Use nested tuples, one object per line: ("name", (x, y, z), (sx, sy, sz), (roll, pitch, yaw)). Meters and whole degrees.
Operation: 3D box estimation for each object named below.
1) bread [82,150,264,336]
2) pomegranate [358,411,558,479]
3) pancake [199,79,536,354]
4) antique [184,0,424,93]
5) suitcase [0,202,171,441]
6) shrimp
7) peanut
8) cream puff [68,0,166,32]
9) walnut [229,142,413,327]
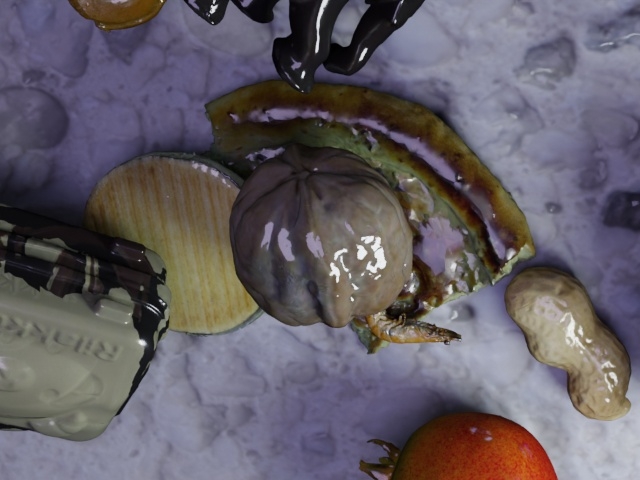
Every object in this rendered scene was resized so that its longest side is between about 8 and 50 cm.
("bread", (-0.169, 0.003, 2.029), (0.267, 0.040, 0.267), (9, 120, 15))
("pomegranate", (0.170, 0.311, 2.012), (0.256, 0.221, 0.221), (15, 111, 16))
("pancake", (0.038, -0.046, 1.983), (0.426, 0.067, 0.305), (39, 113, -7))
("antique", (-0.017, -0.337, 1.823), (0.322, 0.185, 0.255), (38, 113, -25))
("suitcase", (-0.384, 0.123, 1.997), (0.351, 0.194, 0.339), (18, 136, -18))
("shrimp", (0.115, 0.093, 1.996), (0.127, 0.025, 0.091), (14, 120, 12))
("peanut", (0.310, 0.127, 1.985), (0.104, 0.086, 0.228), (-33, 102, 28))
("cream puff", (-0.233, -0.321, 1.915), (0.144, 0.103, 0.126), (-33, 114, 19))
("walnut", (0.000, 0.000, 1.884), (0.224, 0.224, 0.224), (3, 110, 9))
